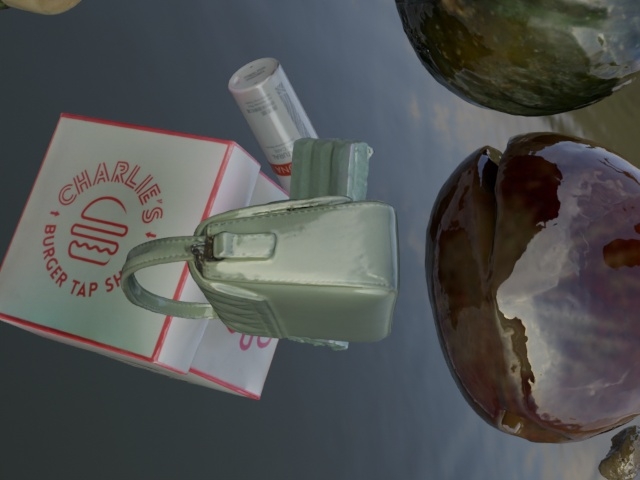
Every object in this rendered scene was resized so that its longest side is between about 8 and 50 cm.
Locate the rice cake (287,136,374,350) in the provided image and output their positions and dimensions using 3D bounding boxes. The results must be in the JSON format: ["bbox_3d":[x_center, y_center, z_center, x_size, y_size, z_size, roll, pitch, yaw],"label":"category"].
[{"bbox_3d":[0.000,0.000,1.132,0.043,0.127,0.237,10,87,-37],"label":"rice cake"}]

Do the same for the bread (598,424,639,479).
[{"bbox_3d":[0.509,0.351,1.657,0.060,0.082,0.113,46,42,6],"label":"bread"}]

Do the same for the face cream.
[{"bbox_3d":[-0.044,-0.151,1.758,0.345,0.102,0.102,60,29,-34],"label":"face cream"}]

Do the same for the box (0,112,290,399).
[{"bbox_3d":[-0.227,0.030,1.450,0.300,0.314,0.312,40,66,-59],"label":"box"}]

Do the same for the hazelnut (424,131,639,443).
[{"bbox_3d":[0.336,0.065,1.399,0.402,0.402,0.429,10,79,-65],"label":"hazelnut"}]

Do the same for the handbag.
[{"bbox_3d":[-0.048,0.030,0.795,0.256,0.219,0.079,86,3,-75],"label":"handbag"}]

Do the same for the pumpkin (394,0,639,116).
[{"bbox_3d":[0.241,-0.360,1.121,0.454,0.344,0.454,-173,-90,-84],"label":"pumpkin"}]

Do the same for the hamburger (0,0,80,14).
[{"bbox_3d":[-0.417,-0.475,1.474,0.302,0.170,0.302,-60,173,-12],"label":"hamburger"}]

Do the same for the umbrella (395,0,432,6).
[{"bbox_3d":[0.130,-0.246,0.940,0.031,0.133,0.036,-75,148,-45],"label":"umbrella"}]
